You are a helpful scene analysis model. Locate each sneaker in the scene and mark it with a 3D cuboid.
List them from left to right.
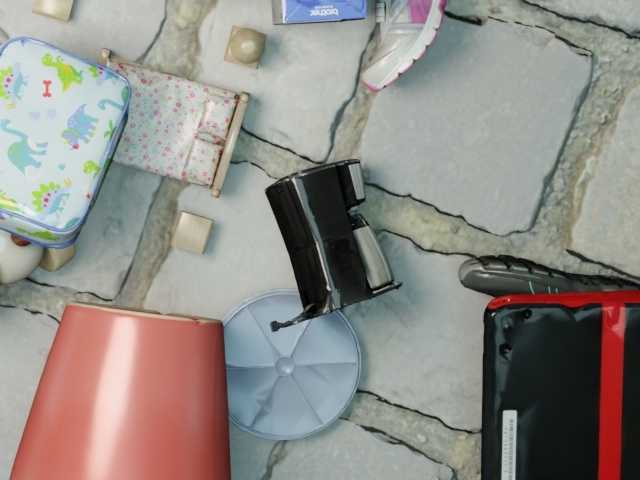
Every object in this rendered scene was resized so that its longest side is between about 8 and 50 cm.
[{"bbox_3d":[0.105,-0.307,1.892,0.111,0.103,0.252,27,89,-4],"label":"sneaker"},{"bbox_3d":[0.303,0.086,1.961,0.267,0.101,0.106,13,99,-7],"label":"sneaker"}]

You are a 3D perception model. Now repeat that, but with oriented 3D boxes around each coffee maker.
[{"bbox_3d":[0.000,0.000,1.888,0.120,0.171,0.178,-21,87,42],"label":"coffee maker"}]

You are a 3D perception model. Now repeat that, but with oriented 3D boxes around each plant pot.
[{"bbox_3d":[-0.230,0.206,1.864,0.275,0.275,0.243,7,87,-6],"label":"plant pot"}]

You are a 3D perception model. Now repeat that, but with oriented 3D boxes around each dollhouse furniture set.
[{"bbox_3d":[-0.236,-0.183,1.835,0.303,0.174,0.355,15,96,-7],"label":"dollhouse furniture set"}]

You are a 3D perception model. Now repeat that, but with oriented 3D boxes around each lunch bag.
[{"bbox_3d":[-0.325,-0.115,1.750,0.176,0.090,0.219,20,71,-7],"label":"lunch bag"}]

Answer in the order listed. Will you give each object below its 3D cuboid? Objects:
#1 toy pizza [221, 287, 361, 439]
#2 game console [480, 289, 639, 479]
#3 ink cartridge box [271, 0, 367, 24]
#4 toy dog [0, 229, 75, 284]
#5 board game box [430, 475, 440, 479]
[{"bbox_3d":[-0.048,0.159,1.973,0.201,0.032,0.201,-1,99,-6],"label":"toy pizza"},{"bbox_3d":[0.371,0.254,1.940,0.342,0.060,0.386,-1,100,-5],"label":"game console"},{"bbox_3d":[-0.005,-0.283,1.824,0.097,0.207,0.046,-4,98,-4],"label":"ink cartridge box"},{"bbox_3d":[-0.432,-0.068,1.824,0.334,0.161,0.220,36,58,-14],"label":"toy dog"},{"bbox_3d":[0.128,0.364,1.956,0.103,0.154,0.026,-36,99,0],"label":"board game box"}]
